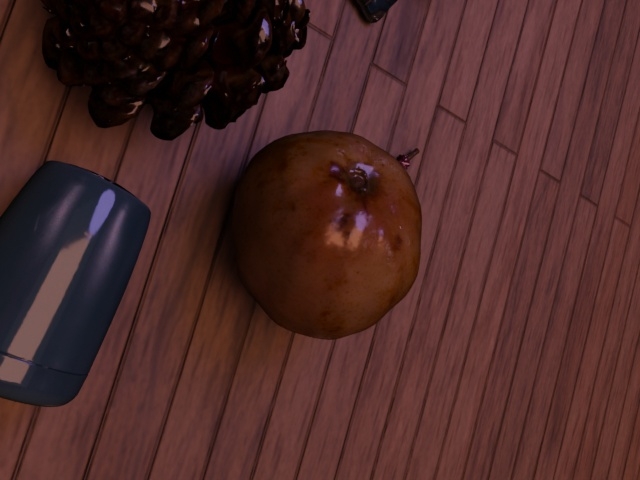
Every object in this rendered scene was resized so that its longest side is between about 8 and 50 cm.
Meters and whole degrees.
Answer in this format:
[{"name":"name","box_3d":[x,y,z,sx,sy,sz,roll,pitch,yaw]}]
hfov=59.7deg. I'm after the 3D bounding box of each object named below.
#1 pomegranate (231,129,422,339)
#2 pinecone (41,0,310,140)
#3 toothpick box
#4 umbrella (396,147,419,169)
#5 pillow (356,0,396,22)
[{"name":"pomegranate","box_3d":[0.003,-0.008,0.559,0.207,0.207,0.207,-3,96,-34]},{"name":"pinecone","box_3d":[-0.107,-0.194,0.468,0.221,0.221,0.221,-3,96,-34]},{"name":"toothpick box","box_3d":[-0.220,0.031,0.460,0.120,0.120,0.184,32,74,-32]},{"name":"umbrella","box_3d":[0.073,-0.071,0.706,0.165,0.025,0.027,-41,137,-22]},{"name":"pillow","box_3d":[0.043,-0.411,0.648,0.255,0.034,0.189,44,70,-29]}]
